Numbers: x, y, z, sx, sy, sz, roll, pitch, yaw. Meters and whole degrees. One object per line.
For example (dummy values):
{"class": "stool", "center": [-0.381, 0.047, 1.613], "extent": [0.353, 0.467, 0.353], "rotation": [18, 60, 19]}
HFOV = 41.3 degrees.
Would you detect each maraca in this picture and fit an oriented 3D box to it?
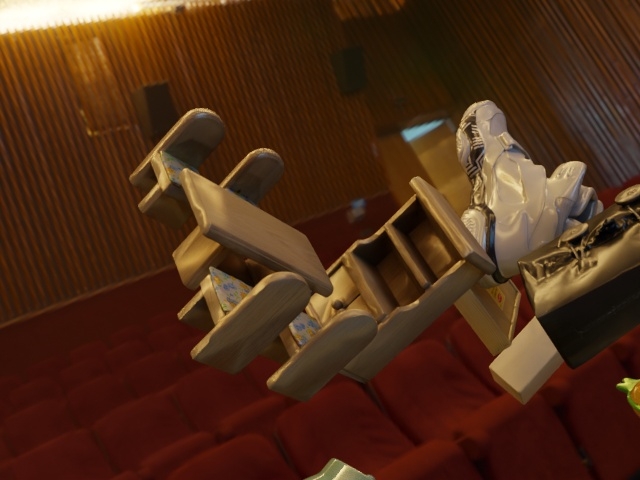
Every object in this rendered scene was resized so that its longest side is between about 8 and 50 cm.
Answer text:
{"class": "maraca", "center": [0.664, 0.309, 1.670], "extent": [0.127, 0.099, 0.186], "rotation": [-2, 15, -9]}

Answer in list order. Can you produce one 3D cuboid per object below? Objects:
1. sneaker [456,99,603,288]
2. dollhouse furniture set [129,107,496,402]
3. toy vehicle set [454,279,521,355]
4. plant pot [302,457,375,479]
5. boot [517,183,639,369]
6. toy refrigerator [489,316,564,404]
{"class": "sneaker", "center": [0.344, -0.098, 1.401], "extent": [0.210, 0.366, 0.137], "rotation": [-13, -39, 26]}
{"class": "dollhouse furniture set", "center": [0.000, 0.000, 0.695], "extent": [0.161, 0.212, 0.242], "rotation": [-45, -46, 16]}
{"class": "toy vehicle set", "center": [0.274, 0.076, 1.453], "extent": [0.035, 0.166, 0.267], "rotation": [-36, 2, 22]}
{"class": "plant pot", "center": [0.039, 0.382, 0.994], "extent": [0.196, 0.293, 0.293], "rotation": [-58, -6, -14]}
{"class": "boot", "center": [0.456, -0.057, 1.049], "extent": [0.445, 0.146, 0.367], "rotation": [-41, 1, 21]}
{"class": "toy refrigerator", "center": [0.474, 0.204, 1.771], "extent": [0.269, 0.094, 0.102], "rotation": [-47, -30, -6]}
